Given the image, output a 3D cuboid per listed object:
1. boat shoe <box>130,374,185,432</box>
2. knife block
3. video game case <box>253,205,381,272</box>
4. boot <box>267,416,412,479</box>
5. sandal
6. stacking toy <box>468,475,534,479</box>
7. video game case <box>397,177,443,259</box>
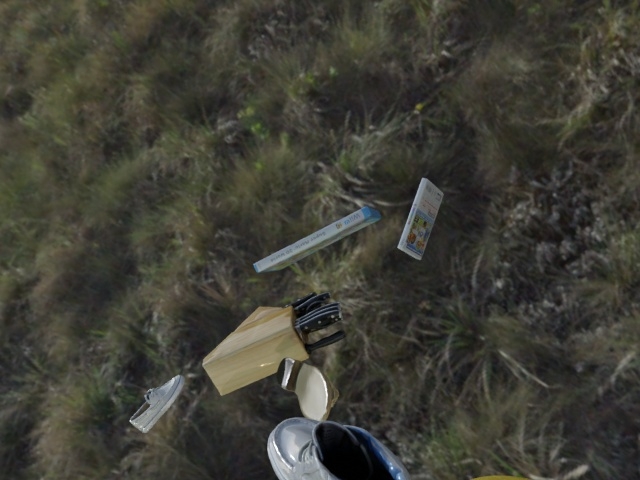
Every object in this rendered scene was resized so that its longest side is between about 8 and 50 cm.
[{"bbox_3d":[-0.240,0.233,1.023,0.100,0.035,0.035,-50,20,2],"label":"boat shoe"},{"bbox_3d":[-0.080,0.216,1.480,0.242,0.088,0.275,-3,31,48],"label":"knife block"},{"bbox_3d":[0.000,0.000,0.945,0.166,0.119,0.015,-27,84,10],"label":"video game case"},{"bbox_3d":[0.017,0.224,0.723,0.095,0.123,0.258,-35,33,-26],"label":"boot"},{"bbox_3d":[-0.003,0.282,1.332,0.240,0.079,0.088,19,89,64],"label":"sandal"},{"bbox_3d":[0.264,0.314,0.547,0.309,0.279,0.131,-128,39,-79],"label":"stacking toy"},{"bbox_3d":[0.168,-0.034,1.165,0.011,0.087,0.122,17,86,31],"label":"video game case"}]
